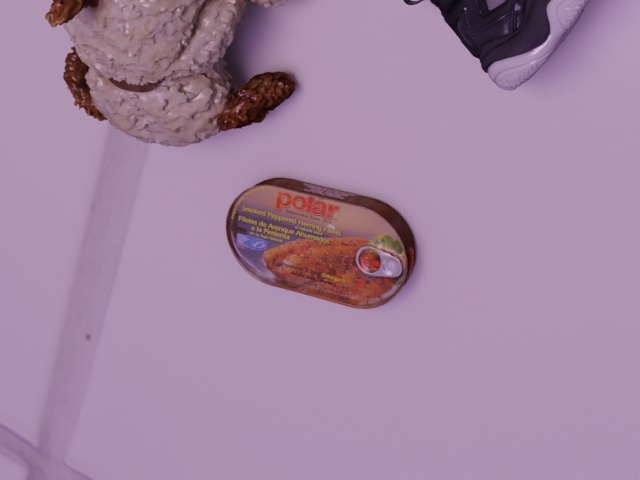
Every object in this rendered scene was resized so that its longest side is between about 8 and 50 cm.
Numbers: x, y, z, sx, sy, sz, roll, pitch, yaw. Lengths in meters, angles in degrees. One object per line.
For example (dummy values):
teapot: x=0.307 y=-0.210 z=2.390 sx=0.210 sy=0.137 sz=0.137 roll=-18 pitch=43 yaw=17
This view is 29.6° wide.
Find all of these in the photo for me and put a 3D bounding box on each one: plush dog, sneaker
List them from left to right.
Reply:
plush dog: x=-0.148 y=-0.178 z=1.085 sx=0.263 sy=0.210 sz=0.225 roll=12 pitch=139 yaw=21
sneaker: x=0.164 y=-0.254 z=0.928 sx=0.153 sy=0.101 sz=0.268 roll=36 pitch=125 yaw=6

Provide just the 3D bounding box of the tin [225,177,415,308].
tin: x=0.000 y=0.000 z=1.159 sx=0.190 sy=0.040 sz=0.106 roll=15 pitch=121 yaw=21
